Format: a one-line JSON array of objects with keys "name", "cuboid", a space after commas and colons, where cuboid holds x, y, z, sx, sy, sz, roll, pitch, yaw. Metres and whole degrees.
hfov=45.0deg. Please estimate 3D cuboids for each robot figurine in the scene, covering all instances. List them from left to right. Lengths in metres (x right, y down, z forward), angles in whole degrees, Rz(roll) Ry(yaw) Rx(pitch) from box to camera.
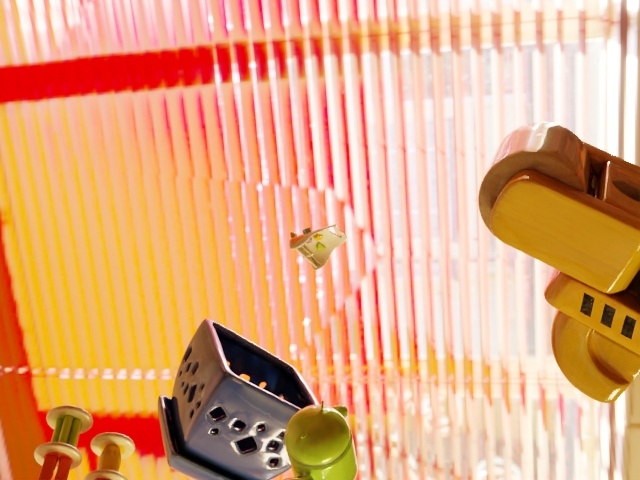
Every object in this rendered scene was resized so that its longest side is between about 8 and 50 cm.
[{"name": "robot figurine", "cuboid": [0.001, 0.212, 0.775, 0.101, 0.067, 0.115, -58, -31, -40]}]

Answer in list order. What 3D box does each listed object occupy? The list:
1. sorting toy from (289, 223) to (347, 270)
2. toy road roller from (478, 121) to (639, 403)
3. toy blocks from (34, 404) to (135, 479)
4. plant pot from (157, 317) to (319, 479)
[{"name": "sorting toy", "cuboid": [0.000, 0.000, 1.202, 0.083, 0.075, 0.044, 45, -155, -53]}, {"name": "toy road roller", "cuboid": [0.317, 0.037, 0.903, 0.240, 0.330, 0.202, -65, -8, 30]}, {"name": "toy blocks", "cuboid": [-0.270, 0.276, 0.865, 0.123, 0.054, 0.148, 45, -153, -33]}, {"name": "plant pot", "cuboid": [-0.156, 0.312, 1.380, 0.212, 0.236, 0.236, -54, 25, 6]}]
